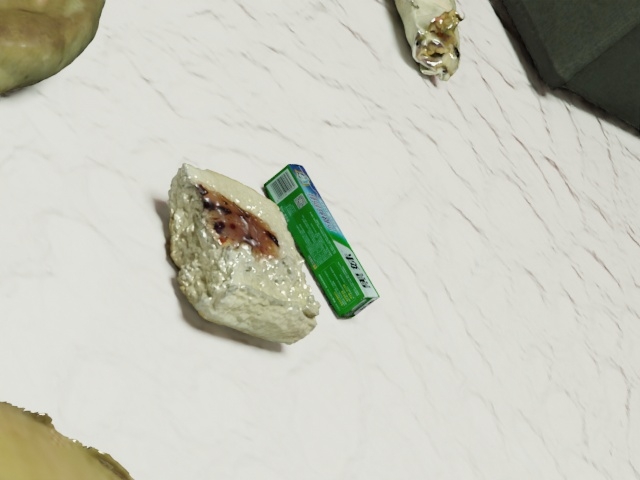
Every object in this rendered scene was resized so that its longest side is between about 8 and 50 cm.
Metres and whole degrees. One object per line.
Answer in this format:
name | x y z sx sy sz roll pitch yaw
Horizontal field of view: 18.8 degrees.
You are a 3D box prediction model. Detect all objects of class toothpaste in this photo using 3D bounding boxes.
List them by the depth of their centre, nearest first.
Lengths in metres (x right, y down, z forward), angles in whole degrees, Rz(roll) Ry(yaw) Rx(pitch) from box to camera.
toothpaste | 0.000 0.000 0.984 0.017 0.020 0.083 3 52 -59

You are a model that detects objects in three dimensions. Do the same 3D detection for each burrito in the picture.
burrito | 0.064 -0.178 1.281 0.045 0.041 0.185 -3 45 -4

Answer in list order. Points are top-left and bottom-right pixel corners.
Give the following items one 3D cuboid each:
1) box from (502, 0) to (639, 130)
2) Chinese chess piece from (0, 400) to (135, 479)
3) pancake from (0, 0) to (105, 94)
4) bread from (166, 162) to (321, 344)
box | 0.298 -0.272 1.420 0.204 0.345 0.251 24 35 -49
Chinese chess piece | -0.090 0.163 0.522 0.257 0.104 0.257 46 22 -24
pancake | -0.188 -0.173 0.869 0.222 0.042 0.236 -25 84 -57
bread | -0.037 0.007 0.906 0.070 0.035 0.083 24 34 -42
